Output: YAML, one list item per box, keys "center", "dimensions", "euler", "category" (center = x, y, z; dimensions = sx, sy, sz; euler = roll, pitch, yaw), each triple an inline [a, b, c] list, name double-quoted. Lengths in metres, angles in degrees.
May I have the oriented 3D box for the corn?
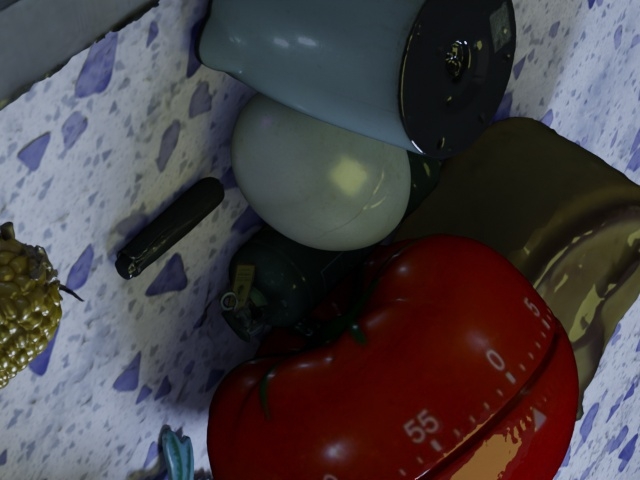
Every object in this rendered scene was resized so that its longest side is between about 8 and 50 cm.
- center: [-0.314, 0.119, 1.334]
  dimensions: [0.305, 0.106, 0.106]
  euler: [-48, 150, -22]
  category: "corn"

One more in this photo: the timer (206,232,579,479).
- center: [0.075, 0.176, 1.772]
  dimensions: [0.378, 0.378, 0.279]
  euler: [-42, 103, -33]
  category: "timer"

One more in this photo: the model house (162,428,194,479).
- center: [-0.091, 0.380, 1.722]
  dimensions: [0.323, 0.300, 0.340]
  euler: [23, 81, -58]
  category: "model house"

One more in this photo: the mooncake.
- center: [0.234, 0.078, 2.113]
  dimensions: [0.393, 0.246, 0.394]
  euler: [-33, 139, -35]
  category: "mooncake"

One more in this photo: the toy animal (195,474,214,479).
- center: [-0.020, 0.325, 1.997]
  dimensions: [0.160, 0.272, 0.197]
  euler: [-86, -174, -62]
  category: "toy animal"

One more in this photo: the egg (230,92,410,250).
- center: [0.006, -0.068, 1.649]
  dimensions: [0.209, 0.151, 0.151]
  euler: [35, 83, -47]
  category: "egg"

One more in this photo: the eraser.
- center: [-0.205, -0.180, 1.232]
  dimensions: [0.352, 0.111, 0.077]
  euler: [-41, 147, -36]
  category: "eraser"

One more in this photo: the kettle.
- center: [0.041, -0.190, 1.513]
  dimensions: [0.221, 0.236, 0.161]
  euler: [-44, 136, -33]
  category: "kettle"

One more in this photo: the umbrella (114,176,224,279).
- center: [-0.136, -0.010, 1.603]
  dimensions: [0.133, 0.031, 0.036]
  euler: [-43, 146, -32]
  category: "umbrella"

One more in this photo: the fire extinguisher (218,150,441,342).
- center: [0.000, 0.000, 1.767]
  dimensions: [0.311, 0.114, 0.095]
  euler: [-43, 115, -30]
  category: "fire extinguisher"
